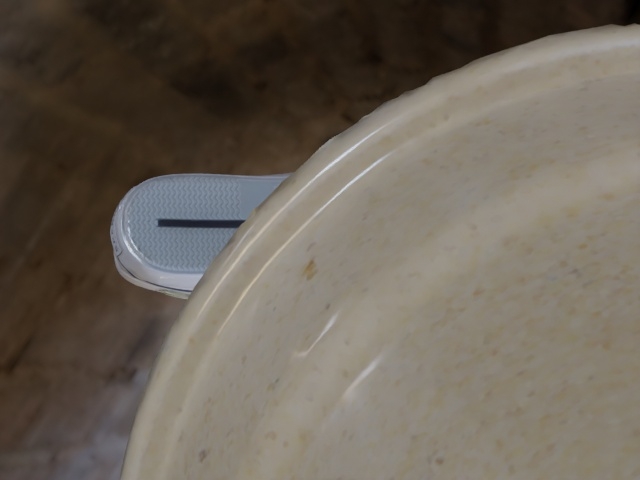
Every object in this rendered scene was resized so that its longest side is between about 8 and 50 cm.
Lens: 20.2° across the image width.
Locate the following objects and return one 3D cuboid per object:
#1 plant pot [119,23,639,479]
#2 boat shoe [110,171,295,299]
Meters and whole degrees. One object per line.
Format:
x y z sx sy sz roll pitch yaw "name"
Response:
0.133 0.138 0.460 0.334 0.334 0.305 32 8 -22 "plant pot"
0.000 0.000 0.960 0.226 0.083 0.076 8 -16 -11 "boat shoe"
